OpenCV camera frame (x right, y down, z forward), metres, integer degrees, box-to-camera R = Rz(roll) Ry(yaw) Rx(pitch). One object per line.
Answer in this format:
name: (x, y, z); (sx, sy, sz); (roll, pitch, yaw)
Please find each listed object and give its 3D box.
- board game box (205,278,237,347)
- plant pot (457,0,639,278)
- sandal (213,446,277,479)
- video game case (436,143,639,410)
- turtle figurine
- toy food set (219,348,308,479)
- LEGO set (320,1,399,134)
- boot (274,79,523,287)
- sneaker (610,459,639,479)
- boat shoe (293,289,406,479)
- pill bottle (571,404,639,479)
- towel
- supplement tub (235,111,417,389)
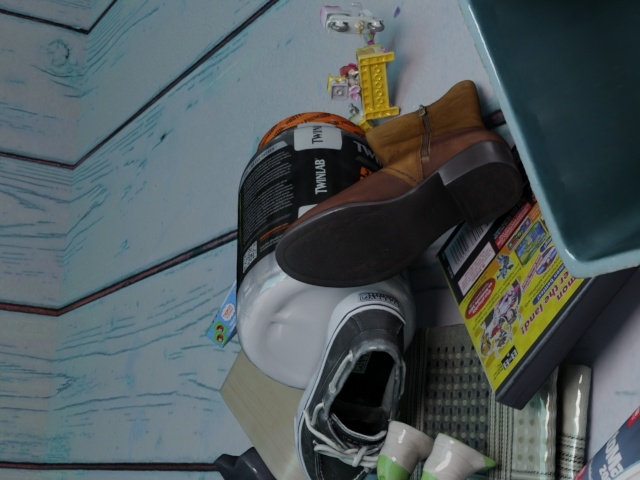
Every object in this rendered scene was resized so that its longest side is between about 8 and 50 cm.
board game box: (-0.080, 0.042, 1.557); (0.211, 0.039, 0.160); (-58, -7, 34)
plant pot: (0.296, -0.146, 0.749); (0.247, 0.252, 0.248); (-21, 91, 59)
sandal: (-0.092, 0.340, 1.532); (0.097, 0.054, 0.254); (55, 158, 1)
video game case: (0.224, -0.016, 1.027); (0.275, 0.035, 0.248); (-57, 24, 24)
turtle figurine: (0.097, 0.337, 1.064); (0.266, 0.274, 0.198); (-63, -9, -13)
toy food set: (-0.018, 0.182, 1.461); (0.220, 0.092, 0.306); (-62, 32, 9)
LEGO set: (0.029, -0.190, 1.450); (0.107, 0.132, 0.287); (-102, 25, -53)
boot: (0.069, -0.078, 1.157); (0.264, 0.096, 0.280); (-30, 25, 10)
sneaker: (0.288, 0.197, 0.736); (0.228, 0.087, 0.092); (-19, 15, 23)
boat shoe: (0.039, 0.200, 1.180); (0.105, 0.113, 0.306); (-95, 18, -51)
pill bottle: (0.287, 0.177, 0.844); (0.180, 0.108, 0.108); (-60, 34, 32)
towel: (0.166, 0.240, 1.128); (0.312, 0.056, 0.324); (-15, 70, 63)
supplement tub: (0.000, 0.000, 1.301); (0.338, 0.207, 0.207); (-95, 29, -50)
